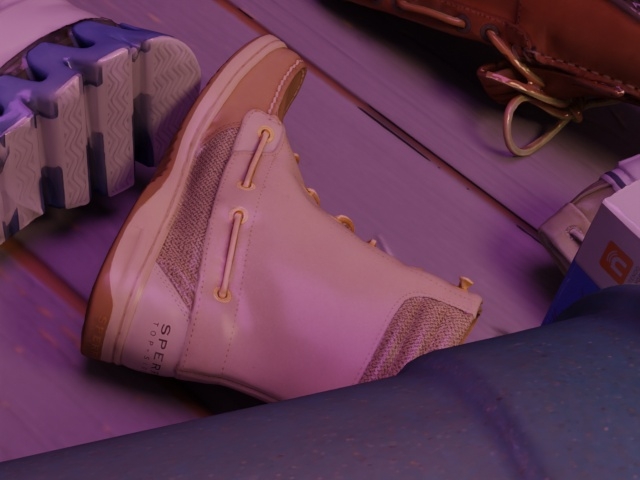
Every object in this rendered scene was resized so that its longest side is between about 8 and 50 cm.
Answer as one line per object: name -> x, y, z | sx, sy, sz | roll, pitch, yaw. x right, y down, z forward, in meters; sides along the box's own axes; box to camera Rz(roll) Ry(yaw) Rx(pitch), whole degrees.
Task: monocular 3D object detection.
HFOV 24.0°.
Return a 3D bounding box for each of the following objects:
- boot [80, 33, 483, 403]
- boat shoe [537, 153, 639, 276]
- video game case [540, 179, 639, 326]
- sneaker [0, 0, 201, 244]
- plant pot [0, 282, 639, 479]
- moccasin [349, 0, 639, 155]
boot -> 0.000, 0.000, 0.879 | 0.203, 0.095, 0.262 | 22, 45, 3
boat shoe -> 0.239, 0.082, 0.898 | 0.094, 0.109, 0.302 | -32, 57, 3
video game case -> 0.182, 0.141, 0.675 | 0.061, 0.269, 0.244 | -23, 57, -34
sneaker -> -0.244, -0.071, 0.859 | 0.315, 0.127, 0.182 | -28, 50, -35
plant pot -> -0.022, 0.199, 0.525 | 0.334, 0.341, 0.341 | -5, 48, -14
moccasin -> 0.157, -0.150, 1.070 | 0.380, 0.147, 0.139 | 26, 29, 13
